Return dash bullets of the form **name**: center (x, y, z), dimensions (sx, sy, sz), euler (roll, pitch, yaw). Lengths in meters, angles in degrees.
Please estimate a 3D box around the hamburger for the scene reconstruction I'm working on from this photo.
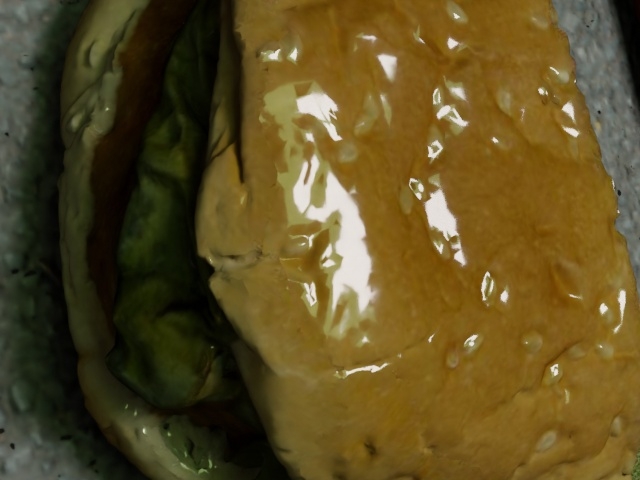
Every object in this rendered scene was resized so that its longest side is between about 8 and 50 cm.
- **hamburger**: center (-0.003, 0.001, 0.584), dimensions (0.209, 0.162, 0.330), euler (-21, 93, -38)

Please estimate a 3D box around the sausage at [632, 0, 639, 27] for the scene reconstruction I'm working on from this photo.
- **sausage**: center (0.228, -0.148, 0.830), dimensions (0.089, 0.083, 0.300), euler (-9, 82, -47)

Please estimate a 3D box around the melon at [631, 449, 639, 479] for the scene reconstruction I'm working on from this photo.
- **melon**: center (0.151, 0.159, 0.679), dimensions (0.099, 0.099, 0.162), euler (3, 77, -33)
